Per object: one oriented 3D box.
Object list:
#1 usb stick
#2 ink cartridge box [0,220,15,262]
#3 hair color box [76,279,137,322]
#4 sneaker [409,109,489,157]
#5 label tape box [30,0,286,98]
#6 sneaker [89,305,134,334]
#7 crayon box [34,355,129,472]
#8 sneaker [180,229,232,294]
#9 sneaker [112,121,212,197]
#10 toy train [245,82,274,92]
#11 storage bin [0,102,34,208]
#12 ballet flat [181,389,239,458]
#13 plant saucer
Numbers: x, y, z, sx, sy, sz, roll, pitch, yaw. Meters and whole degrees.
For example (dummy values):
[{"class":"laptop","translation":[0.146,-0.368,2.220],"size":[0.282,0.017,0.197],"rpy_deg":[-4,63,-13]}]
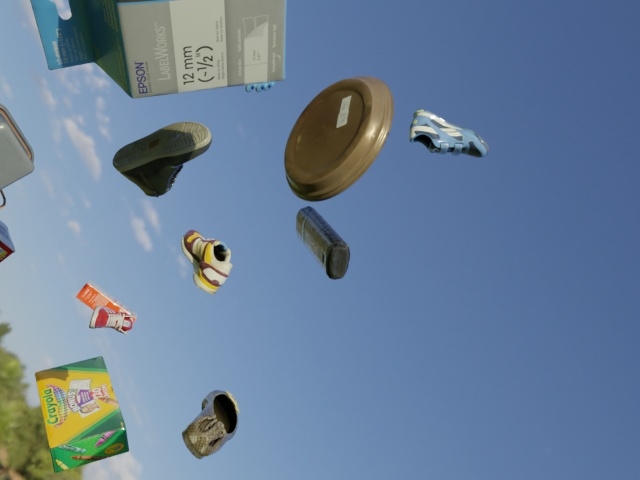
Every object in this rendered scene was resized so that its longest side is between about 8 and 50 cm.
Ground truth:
[{"class":"usb stick","translation":[0.000,0.000,1.438],"size":[0.278,0.045,0.077],"rpy_deg":[-130,-133,-68]},{"class":"ink cartridge box","translation":[-0.947,0.012,1.777],"size":[0.130,0.309,0.272],"rpy_deg":[49,-4,45]},{"class":"hair color box","translation":[-0.591,0.182,2.084],"size":[0.167,0.053,0.093],"rpy_deg":[37,-6,-11]},{"class":"sneaker","translation":[0.217,-0.169,1.290],"size":[0.144,0.059,0.053],"rpy_deg":[23,-22,7]},{"class":"label tape box","translation":[-0.223,-0.331,1.050],"size":[0.249,0.347,0.115],"rpy_deg":[95,-22,-49]},{"class":"sneaker","translation":[-0.387,0.150,1.398],"size":[0.118,0.067,0.042],"rpy_deg":[-163,-87,-88]},{"class":"crayon box","translation":[-0.562,0.398,1.758],"size":[0.278,0.165,0.081],"rpy_deg":[-132,-143,-51]},{"class":"sneaker","translation":[-0.217,0.024,1.486],"size":[0.084,0.069,0.185],"rpy_deg":[-48,-138,14]},{"class":"sneaker","translation":[-0.299,-0.164,1.532],"size":[0.118,0.222,0.083],"rpy_deg":[52,32,-49]},{"class":"toy train","translation":[-0.133,-0.372,1.582],"size":[0.080,0.184,0.105],"rpy_deg":[33,-70,9]},{"class":"storage bin","translation":[-0.344,-0.066,0.735],"size":[0.091,0.135,0.098],"rpy_deg":[25,-35,57]},{"class":"ballet flat","translation":[-0.166,0.292,1.236],"size":[0.084,0.058,0.250],"rpy_deg":[53,5,3]},{"class":"plant saucer","translation":[0.024,-0.205,1.452],"size":[0.041,0.278,0.278],"rpy_deg":[33,-6,-36]}]
